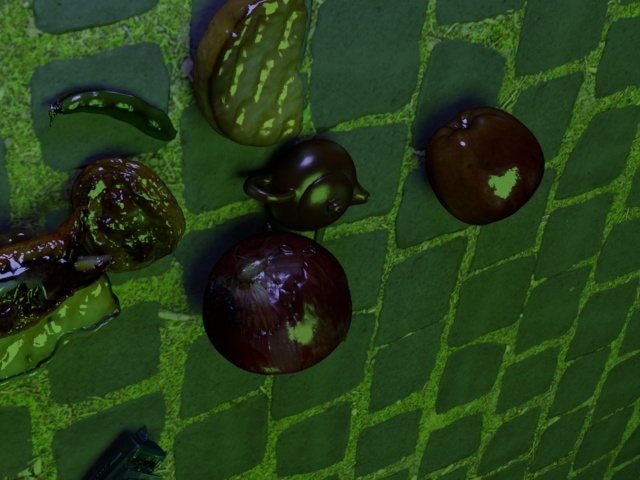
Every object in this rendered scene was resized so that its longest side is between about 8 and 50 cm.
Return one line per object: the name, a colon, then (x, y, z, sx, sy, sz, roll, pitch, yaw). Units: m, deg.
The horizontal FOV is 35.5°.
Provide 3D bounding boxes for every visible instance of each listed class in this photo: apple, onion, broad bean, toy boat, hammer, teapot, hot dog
apple: (0.321, -0.148, 1.954, 0.234, 0.234, 0.234, -23, 136, -25)
onion: (-0.075, 0.116, 1.777, 0.276, 0.276, 0.276, -23, 136, -25)
broad bean: (-0.304, -0.191, 1.501, 0.226, 0.039, 0.069, 4, 113, -42)
toy boat: (-0.399, 0.481, 1.941, 0.246, 0.103, 0.093, -48, 141, 7)
hammer: (0.000, 0.000, 1.946, 0.062, 0.013, 0.199, -12, 130, -34)
teapot: (-0.021, -0.087, 1.762, 0.252, 0.135, 0.178, -4, 121, -40)
hot dog: (-0.304, -0.035, 1.589, 0.160, 0.099, 0.227, -32, 136, -3)

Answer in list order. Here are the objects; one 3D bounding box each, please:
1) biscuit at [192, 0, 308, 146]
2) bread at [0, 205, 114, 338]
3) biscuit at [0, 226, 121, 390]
biscuit: (-0.104, -0.274, 1.562, 0.213, 0.091, 0.274, -17, 134, -34)
bread: (-0.437, 0.055, 1.472, 0.268, 0.095, 0.139, -35, 132, -28)
biscuit: (-0.476, 0.126, 1.596, 0.335, 0.078, 0.329, 2, 118, -42)
